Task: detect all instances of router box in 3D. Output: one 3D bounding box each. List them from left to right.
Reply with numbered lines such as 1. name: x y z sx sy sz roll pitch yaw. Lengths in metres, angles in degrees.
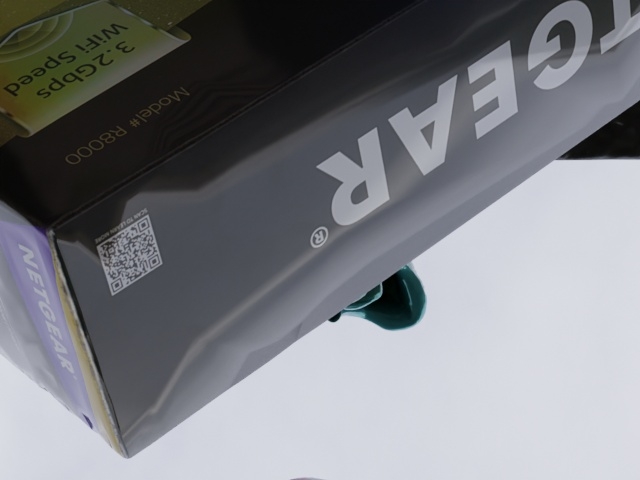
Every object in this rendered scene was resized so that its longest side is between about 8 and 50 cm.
1. router box: -0.019 -0.097 0.564 0.309 0.081 0.243 -34 -136 -26

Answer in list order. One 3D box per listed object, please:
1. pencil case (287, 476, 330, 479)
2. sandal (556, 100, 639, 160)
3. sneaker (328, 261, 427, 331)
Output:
1. pencil case: 0.067 0.266 1.280 0.167 0.386 0.160 13 -96 -30
2. sandal: 0.026 -0.113 0.987 0.446 0.107 0.167 5 -76 7
3. sneaker: 0.000 0.000 1.306 0.107 0.275 0.110 -46 -121 13
